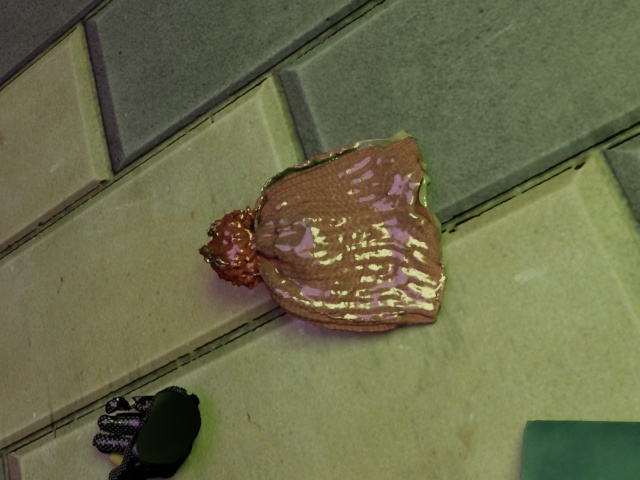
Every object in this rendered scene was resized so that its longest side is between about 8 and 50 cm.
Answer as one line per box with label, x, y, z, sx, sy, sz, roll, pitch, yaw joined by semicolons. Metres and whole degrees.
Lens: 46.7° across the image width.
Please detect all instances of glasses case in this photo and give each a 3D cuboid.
glasses case;0.316;0.216;0.666;0.266;0.056;0.105;-8;75;31

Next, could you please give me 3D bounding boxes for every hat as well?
hat;0.000;0.000;0.887;0.286;0.107;0.237;-9;71;6

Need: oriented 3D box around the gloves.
gloves;-0.234;0.272;0.993;0.180;0.106;0.129;-39;55;52
